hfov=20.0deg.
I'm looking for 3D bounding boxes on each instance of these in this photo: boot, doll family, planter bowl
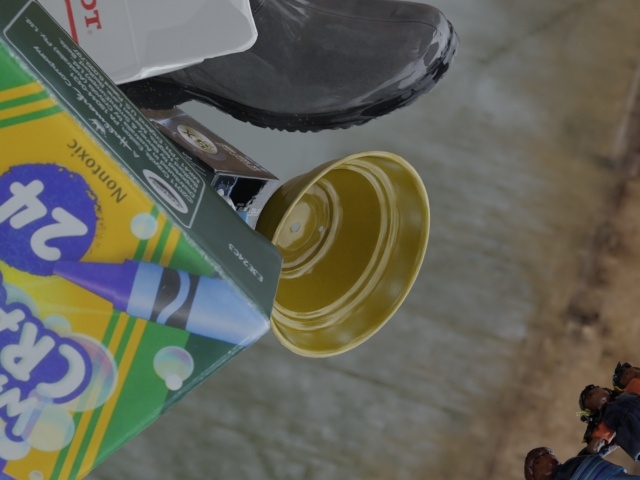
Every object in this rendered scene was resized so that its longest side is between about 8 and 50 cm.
[{"bbox_3d":[-0.075,-0.202,1.387,0.223,0.338,0.118,72,27,-43],"label":"boot"},{"bbox_3d":[0.208,0.115,1.173,0.193,0.111,0.076,-34,126,-32],"label":"doll family"},{"bbox_3d":[0.000,0.000,1.796,0.217,0.090,0.217,-21,124,-35],"label":"planter bowl"}]

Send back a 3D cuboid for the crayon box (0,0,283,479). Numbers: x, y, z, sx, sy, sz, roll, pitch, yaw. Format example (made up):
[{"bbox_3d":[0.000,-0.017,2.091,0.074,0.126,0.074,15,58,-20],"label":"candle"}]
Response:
[{"bbox_3d":[-0.203,0.049,0.820,0.323,0.203,0.083,-39,-166,17],"label":"crayon box"}]

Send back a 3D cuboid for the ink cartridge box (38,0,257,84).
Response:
[{"bbox_3d":[-0.206,-0.190,1.174,0.119,0.353,0.207,-31,111,-72],"label":"ink cartridge box"}]

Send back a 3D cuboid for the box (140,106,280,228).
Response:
[{"bbox_3d":[-0.153,-0.079,1.782,0.077,0.180,0.147,-59,160,11],"label":"box"}]

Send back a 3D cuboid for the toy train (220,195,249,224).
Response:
[{"bbox_3d":[-0.147,-0.003,1.518,0.105,0.184,0.080,86,9,-47],"label":"toy train"}]
